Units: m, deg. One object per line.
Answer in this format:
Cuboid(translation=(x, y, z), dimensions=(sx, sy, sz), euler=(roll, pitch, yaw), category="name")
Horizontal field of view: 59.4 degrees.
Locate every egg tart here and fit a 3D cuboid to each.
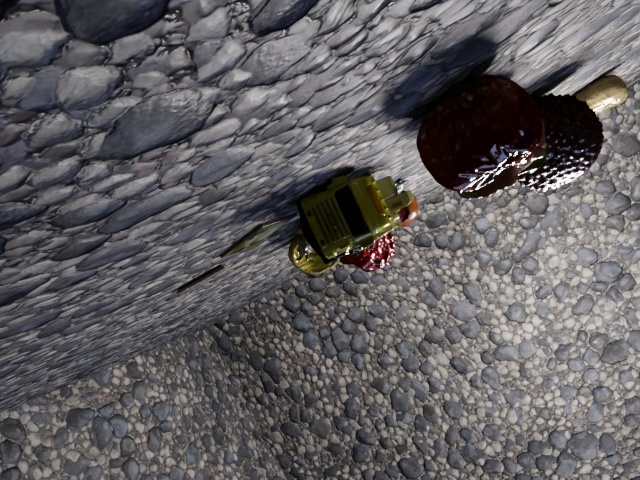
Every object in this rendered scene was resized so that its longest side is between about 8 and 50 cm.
Cuboid(translation=(-0.022, 0.032, 1.986), dimensions=(0.191, 0.191, 0.074), euler=(-30, -148, 12), category="egg tart")

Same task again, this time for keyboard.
Cuboid(translation=(-0.358, 0.116, 1.702), dimensions=(0.166, 0.017, 0.055), euler=(-29, 179, 5), category="keyboard")

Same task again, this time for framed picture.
Cuboid(translation=(-0.168, -0.012, 1.513), dimensions=(0.201, 0.010, 0.136), euler=(-33, 172, 40), category="framed picture")

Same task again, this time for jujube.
Cuboid(translation=(0.315, -0.216, 1.124), dimensions=(0.232, 0.212, 0.213), euler=(-29, 176, 43), category="jujube")

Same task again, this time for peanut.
Cuboid(translation=(1.051, -0.541, 2.144), dimensions=(0.137, 0.122, 0.253), euler=(-36, -178, -35), category="peanut")

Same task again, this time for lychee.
Cuboid(translation=(0.698, -0.308, 1.729), dimensions=(0.331, 0.305, 0.306), euler=(12, 148, -36), category="lychee")

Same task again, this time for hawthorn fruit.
Cuboid(translation=(0.287, -0.120, 2.142), dimensions=(0.172, 0.147, 0.148), euler=(-6, 167, -18), category="hawthorn fruit")

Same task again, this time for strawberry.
Cuboid(translation=(0.155, -0.010, 2.077), dimensions=(0.274, 0.274, 0.220), euler=(-22, 133, -48), category="strawberry")

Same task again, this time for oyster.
Cuboid(translation=(-0.008, 0.000, 1.779), dimensions=(0.198, 0.132, 0.337), euler=(-18, 170, 11), category="oyster")

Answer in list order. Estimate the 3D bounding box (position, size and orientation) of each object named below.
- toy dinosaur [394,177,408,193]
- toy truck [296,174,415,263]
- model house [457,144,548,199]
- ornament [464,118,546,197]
Cuboid(translation=(0.259, -0.174, 1.982), dimensions=(0.082, 0.039, 0.209), euler=(-27, 175, -30), category="toy dinosaur")
Cuboid(translation=(0.106, -0.070, 1.471), dimensions=(0.254, 0.180, 0.405), euler=(-28, 175, 18), category="toy truck")
Cuboid(translation=(0.443, -0.231, 1.546), dimensions=(0.294, 0.206, 0.154), euler=(-27, 177, -13), category="model house")
Cuboid(translation=(0.407, -0.235, 1.335), dimensions=(0.235, 0.221, 0.218), euler=(-16, -172, 46), category="ornament")
